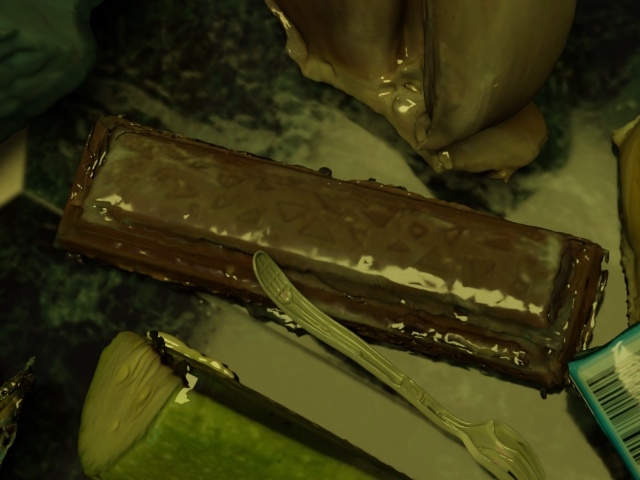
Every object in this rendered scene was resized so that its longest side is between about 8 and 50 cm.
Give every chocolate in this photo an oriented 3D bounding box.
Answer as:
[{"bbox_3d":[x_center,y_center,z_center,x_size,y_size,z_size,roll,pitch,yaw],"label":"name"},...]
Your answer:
[{"bbox_3d":[-0.002,0.002,0.855,0.329,0.065,0.102,15,81,13],"label":"chocolate"}]

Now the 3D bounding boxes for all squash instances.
[{"bbox_3d":[-0.008,0.149,0.846,0.252,0.169,0.093,30,86,-20],"label":"squash"}]

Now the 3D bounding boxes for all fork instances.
[{"bbox_3d":[0.048,0.077,0.817,0.219,0.028,0.034,42,49,0],"label":"fork"}]

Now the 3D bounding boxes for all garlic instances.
[{"bbox_3d":[0.045,-0.178,0.805,0.210,0.292,0.237,-3,37,2],"label":"garlic"}]

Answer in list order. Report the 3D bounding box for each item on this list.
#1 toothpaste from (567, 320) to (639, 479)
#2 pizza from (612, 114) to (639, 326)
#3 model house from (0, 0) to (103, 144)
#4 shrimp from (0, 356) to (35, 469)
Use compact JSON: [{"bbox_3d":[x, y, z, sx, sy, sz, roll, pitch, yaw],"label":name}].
[{"bbox_3d":[0.225,0.161,0.764,0.065,0.050,0.266,-33,83,17],"label":"toothpaste"},{"bbox_3d":[0.226,-0.001,0.813,0.204,0.080,0.188,-41,75,0],"label":"pizza"},{"bbox_3d":[-0.325,-0.217,0.778,0.297,0.339,0.360,-29,74,17],"label":"model house"},{"bbox_3d":[-0.227,0.139,0.870,0.174,0.076,0.082,-39,34,3],"label":"shrimp"}]
